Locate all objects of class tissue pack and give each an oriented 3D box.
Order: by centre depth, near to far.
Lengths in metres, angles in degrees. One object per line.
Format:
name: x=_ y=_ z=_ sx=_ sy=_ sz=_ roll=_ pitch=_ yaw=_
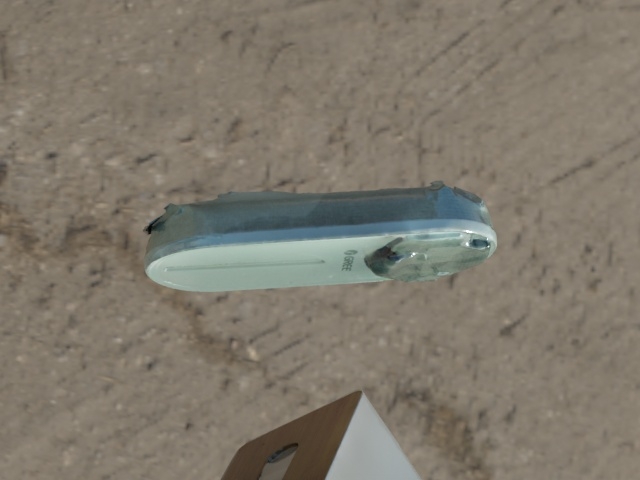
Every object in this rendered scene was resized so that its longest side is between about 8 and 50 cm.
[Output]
tissue pack: x=-0.013 y=0.274 z=1.136 sx=0.136 sy=0.159 sz=0.246 roll=55 pitch=26 yaw=-12

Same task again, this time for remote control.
remote control: x=0.000 y=0.000 z=0.887 sx=0.247 sy=0.104 sz=0.052 roll=-3 pitch=70 yaw=-5
